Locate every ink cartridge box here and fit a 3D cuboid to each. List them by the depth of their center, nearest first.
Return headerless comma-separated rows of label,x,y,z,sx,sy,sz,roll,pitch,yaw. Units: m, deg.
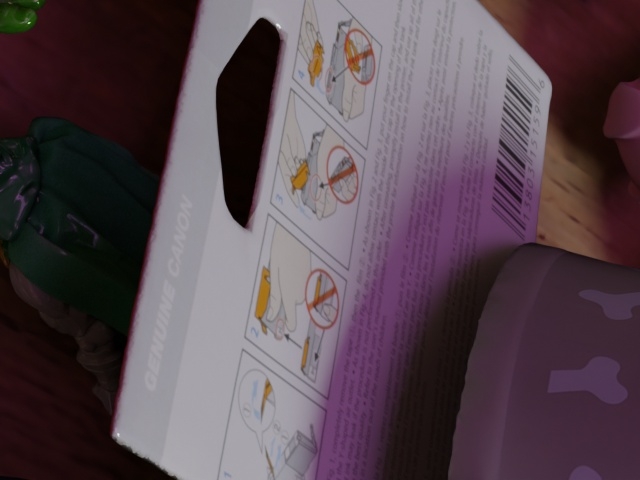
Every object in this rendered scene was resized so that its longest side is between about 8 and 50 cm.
ink cartridge box,0.000,0.000,0.721,0.239,0.060,0.275,39,50,-44

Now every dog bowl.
dog bowl,0.131,0.173,0.765,0.349,0.102,0.348,-1,90,-73

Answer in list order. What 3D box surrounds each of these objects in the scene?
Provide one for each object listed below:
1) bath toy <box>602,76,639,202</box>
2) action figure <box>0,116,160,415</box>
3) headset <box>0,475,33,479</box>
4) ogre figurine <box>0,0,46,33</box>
bath toy,0.195,-0.047,0.909,0.151,0.129,0.348,-82,147,-62
action figure,-0.061,0.024,0.736,0.232,0.063,0.137,41,36,-38
headset,-0.133,0.275,0.632,0.243,0.185,0.394,-2,113,-28
ogre figurine,-0.174,-0.105,0.656,0.197,0.097,0.118,-29,128,-15
